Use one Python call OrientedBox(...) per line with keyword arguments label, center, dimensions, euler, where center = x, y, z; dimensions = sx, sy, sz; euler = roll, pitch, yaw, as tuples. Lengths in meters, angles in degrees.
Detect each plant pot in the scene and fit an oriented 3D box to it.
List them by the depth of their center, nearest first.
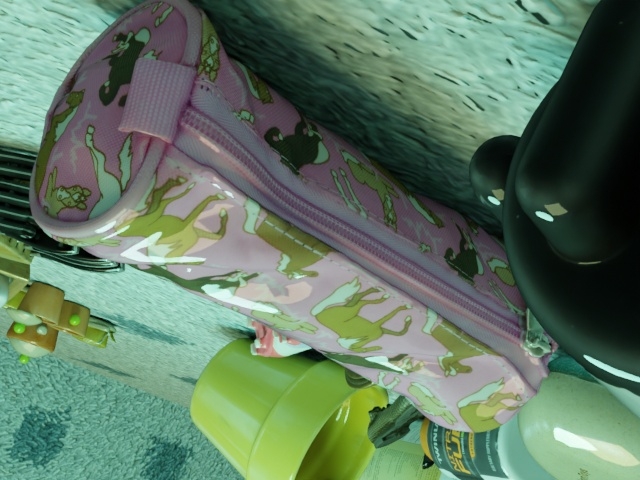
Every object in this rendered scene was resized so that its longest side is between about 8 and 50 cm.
OrientedBox(label="plant pot", center=(-0.061, 0.272, 1.579), dimensions=(0.239, 0.254, 0.254), euler=(28, 171, 28))

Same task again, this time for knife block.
OrientedBox(label="knife block", center=(-0.333, -0.031, 1.062), dimensions=(0.242, 0.088, 0.276), euler=(27, 162, -29))

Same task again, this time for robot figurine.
OrientedBox(label="robot figurine", center=(0.185, 0.009, 0.445), dimensions=(0.174, 0.209, 0.278), euler=(-33, 143, 17))

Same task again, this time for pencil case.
OrientedBox(label="pencil case", center=(0.000, 0.000, 0.669), dimensions=(0.167, 0.160, 0.386), euler=(-35, 133, 29))

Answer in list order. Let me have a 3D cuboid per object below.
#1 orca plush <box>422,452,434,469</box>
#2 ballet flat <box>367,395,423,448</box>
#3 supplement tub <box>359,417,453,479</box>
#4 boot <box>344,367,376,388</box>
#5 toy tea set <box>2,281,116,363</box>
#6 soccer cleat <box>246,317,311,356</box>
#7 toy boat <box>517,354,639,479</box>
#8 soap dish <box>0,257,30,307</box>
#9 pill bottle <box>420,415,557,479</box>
OrientedBox(label="orca plush", center=(0.295, 0.357, 1.538), dimensions=(0.287, 0.102, 0.151), euler=(0, -164, 19))
OrientedBox(label="ballet flat", center=(0.120, 0.231, 1.451), dimensions=(0.084, 0.058, 0.250), euler=(-15, 157, -23))
OrientedBox(label="supplement tub", center=(0.223, 0.442, 1.825), dimensions=(0.316, 0.228, 0.228), euler=(3, 159, 45))
OrientedBox(label="boot", center=(0.121, 0.119, 1.054), dimensions=(0.152, 0.072, 0.197), euler=(8, 163, -24))
OrientedBox(label="toy tea set", center=(-0.518, 0.163, 1.888), dimensions=(0.200, 0.124, 0.336), euler=(15, 165, 12))
OrientedBox(label="soccer cleat", center=(-0.019, 0.085, 1.171), dimensions=(0.095, 0.083, 0.248), euler=(-9, 167, -18))
OrientedBox(label="toy boat", center=(0.365, 0.210, 1.066), dimensions=(0.318, 0.148, 0.267), euler=(22, 161, 16))
OrientedBox(label="soap dish", center=(-0.505, -0.010, 1.263), dimensions=(0.291, 0.118, 0.229), euler=(23, 161, -18))
OrientedBox(label="pill bottle", center=(0.233, 0.275, 1.415), dimensions=(0.131, 0.130, 0.246), euler=(23, 164, -19))
